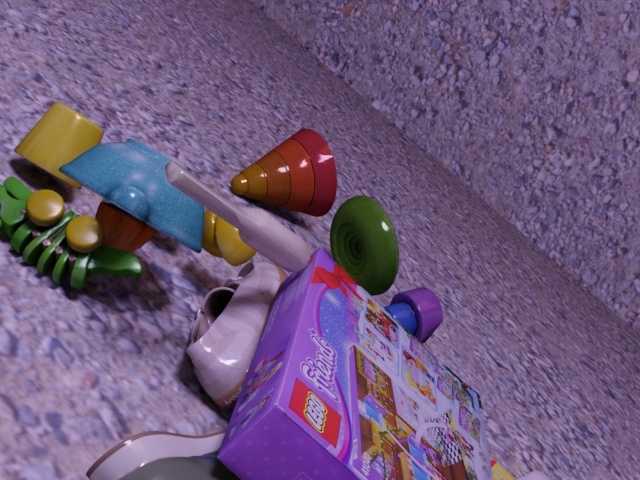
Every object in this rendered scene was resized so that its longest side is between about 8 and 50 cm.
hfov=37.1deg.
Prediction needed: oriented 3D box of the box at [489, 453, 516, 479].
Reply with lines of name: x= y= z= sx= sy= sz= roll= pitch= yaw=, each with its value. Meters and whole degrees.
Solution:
box: x=0.189 y=0.279 z=0.830 sx=0.232 sy=0.058 sz=0.087 roll=43 pitch=20 yaw=18

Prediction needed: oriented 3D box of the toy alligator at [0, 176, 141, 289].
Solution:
toy alligator: x=-0.230 y=-0.011 z=0.753 sx=0.189 sy=0.056 sz=0.051 roll=33 pitch=59 yaw=5

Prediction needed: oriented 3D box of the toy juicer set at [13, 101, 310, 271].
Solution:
toy juicer set: x=-0.128 y=-0.015 z=0.815 sx=0.209 sy=0.089 sz=0.329 roll=34 pitch=-6 yaw=-35

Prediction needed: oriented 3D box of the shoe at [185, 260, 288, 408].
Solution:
shoe: x=-0.074 y=0.063 z=0.827 sx=0.058 sy=0.076 sz=0.219 roll=40 pitch=17 yaw=-12

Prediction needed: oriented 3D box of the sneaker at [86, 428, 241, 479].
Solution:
sneaker: x=-0.060 y=0.168 z=0.608 sx=0.192 sy=0.064 sz=0.086 roll=12 pitch=38 yaw=-57

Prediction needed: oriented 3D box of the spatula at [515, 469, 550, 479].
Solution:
spatula: x=0.193 y=0.271 z=0.753 sx=0.168 sy=0.019 sz=0.242 roll=50 pitch=26 yaw=19

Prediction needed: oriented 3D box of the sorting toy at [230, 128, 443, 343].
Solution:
sorting toy: x=0.000 y=0.000 z=1.179 sx=0.126 sy=0.127 sz=0.365 roll=-12 pitch=48 yaw=-31

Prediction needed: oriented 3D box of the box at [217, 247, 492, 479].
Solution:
box: x=0.040 y=0.133 z=0.704 sx=0.201 sy=0.057 sz=0.293 roll=44 pitch=16 yaw=-8
